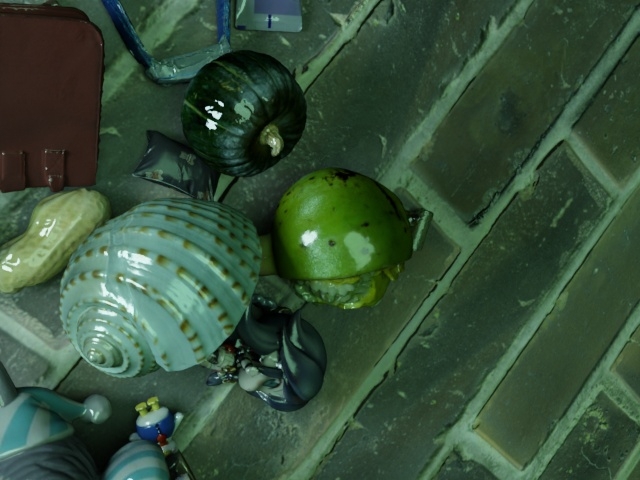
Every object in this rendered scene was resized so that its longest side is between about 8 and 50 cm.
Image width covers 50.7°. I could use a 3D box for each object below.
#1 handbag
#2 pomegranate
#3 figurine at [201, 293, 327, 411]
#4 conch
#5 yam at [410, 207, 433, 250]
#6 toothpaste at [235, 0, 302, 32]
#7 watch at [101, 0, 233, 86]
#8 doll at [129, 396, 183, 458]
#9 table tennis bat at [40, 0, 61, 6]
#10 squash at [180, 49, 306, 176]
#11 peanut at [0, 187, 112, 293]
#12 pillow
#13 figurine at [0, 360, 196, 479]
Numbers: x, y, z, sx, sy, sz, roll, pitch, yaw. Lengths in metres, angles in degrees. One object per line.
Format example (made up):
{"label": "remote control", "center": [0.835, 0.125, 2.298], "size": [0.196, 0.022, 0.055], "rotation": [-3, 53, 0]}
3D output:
{"label": "handbag", "center": [-0.446, -0.195, 0.965], "size": [0.260, 0.084, 0.275], "rotation": [-11, 127, -33]}
{"label": "pomegranate", "center": [0.000, 0.000, 1.171], "size": [0.341, 0.260, 0.260], "rotation": [-4, 98, 2]}
{"label": "figurine", "center": [-0.112, 0.190, 1.177], "size": [0.265, 0.175, 0.197], "rotation": [45, 73, -29]}
{"label": "conch", "center": [-0.252, 0.047, 1.033], "size": [0.215, 0.303, 0.319], "rotation": [41, 47, -41]}
{"label": "yam", "center": [0.194, -0.020, 1.351], "size": [0.043, 0.043, 0.094], "rotation": [17, 89, -24]}
{"label": "toothpaste", "center": [-0.089, -0.553, 1.158], "size": [0.125, 0.080, 0.371], "rotation": [-6, 103, -23]}
{"label": "watch", "center": [-0.221, -0.416, 1.125], "size": [0.276, 0.068, 0.274], "rotation": [-30, 102, -17]}
{"label": "doll", "center": [-0.281, 0.341, 1.180], "size": [0.099, 0.057, 0.143], "rotation": [-21, 109, -19]}
{"label": "table tennis bat", "center": [-0.460, -0.336, 0.986], "size": [0.170, 0.119, 0.107], "rotation": [-38, 92, -22]}
{"label": "squash", "center": [-0.122, -0.206, 1.112], "size": [0.218, 0.172, 0.218], "rotation": [-25, 122, -51]}
{"label": "peanut", "center": [-0.424, -0.002, 1.060], "size": [0.214, 0.090, 0.098], "rotation": [-48, 123, -13]}
{"label": "pillow", "center": [-0.236, -0.124, 1.151], "size": [0.150, 0.048, 0.090], "rotation": [23, 85, -23]}
{"label": "figurine", "center": [-0.407, 0.317, 1.005], "size": [0.361, 0.266, 0.377], "rotation": [-24, 103, -18]}
